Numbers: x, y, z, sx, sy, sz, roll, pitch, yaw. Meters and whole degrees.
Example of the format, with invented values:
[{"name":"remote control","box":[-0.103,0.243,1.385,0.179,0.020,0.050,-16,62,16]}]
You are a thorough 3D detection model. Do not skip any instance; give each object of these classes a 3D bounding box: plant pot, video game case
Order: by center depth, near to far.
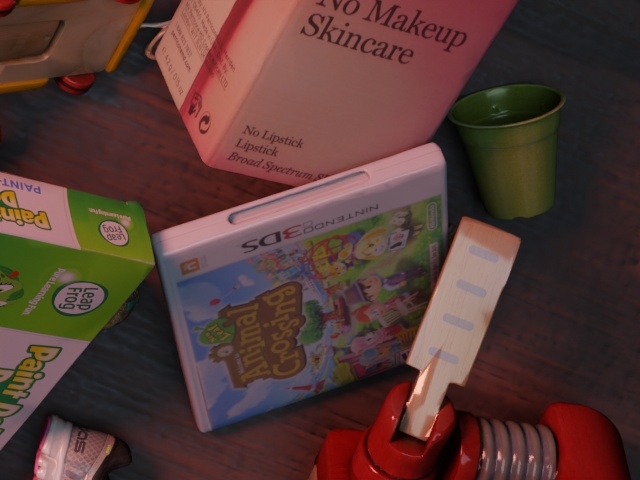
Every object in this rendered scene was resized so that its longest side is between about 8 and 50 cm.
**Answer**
[{"name":"video game case","box":[-0.005,0.038,1.134,0.193,0.023,0.212,-18,143,-9]},{"name":"plant pot","box":[0.135,-0.059,1.194,0.083,0.083,0.079,-14,113,-9]}]

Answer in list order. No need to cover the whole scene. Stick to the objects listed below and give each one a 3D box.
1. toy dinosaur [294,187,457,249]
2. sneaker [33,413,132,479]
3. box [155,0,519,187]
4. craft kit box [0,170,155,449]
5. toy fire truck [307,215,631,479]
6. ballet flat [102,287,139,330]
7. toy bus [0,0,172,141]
[{"name":"toy dinosaur","box":[0.000,0.000,1.176,0.211,0.064,0.112,-7,101,-10]},{"name":"sneaker","box":[-0.165,0.208,1.172,0.074,0.063,0.170,6,92,-7]},{"name":"box","box":[0.020,-0.156,1.062,0.148,0.127,0.232,11,125,-32]},{"name":"craft kit box","box":[-0.268,0.047,1.024,0.246,0.061,0.250,11,136,-36]},{"name":"toy fire truck","box":[0.117,0.129,1.145,0.217,0.158,0.246,8,134,-13]},{"name":"ballet flat","box":[-0.221,0.020,1.130,0.206,0.067,0.073,7,98,-12]},{"name":"toy bus","box":[-0.197,-0.159,1.086,0.191,0.202,0.104,-33,69,-3]}]
